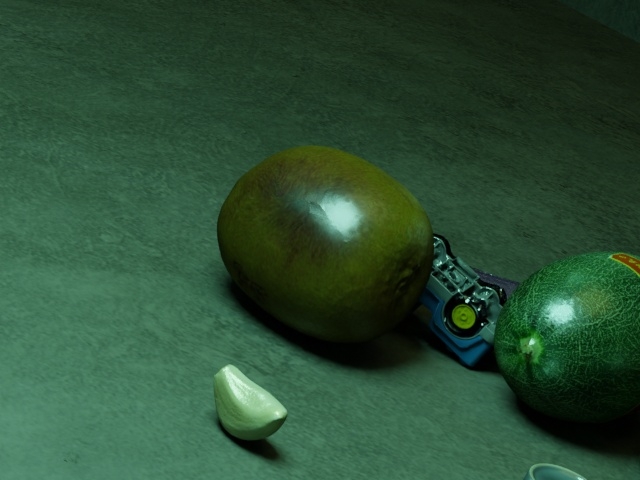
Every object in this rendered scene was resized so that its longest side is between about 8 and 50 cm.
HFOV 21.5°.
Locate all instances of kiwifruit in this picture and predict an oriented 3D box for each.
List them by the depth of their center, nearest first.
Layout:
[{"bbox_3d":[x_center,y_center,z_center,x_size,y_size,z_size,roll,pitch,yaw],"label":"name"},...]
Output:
[{"bbox_3d":[0.000,0.000,1.765,0.234,0.196,0.196,27,20,26],"label":"kiwifruit"}]

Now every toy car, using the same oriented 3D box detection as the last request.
[{"bbox_3d":[0.129,0.066,1.872,0.191,0.100,0.097,45,24,10],"label":"toy car"}]

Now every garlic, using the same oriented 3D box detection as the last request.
[{"bbox_3d":[-0.067,0.149,1.501,0.041,0.053,0.083,-21,50,-41],"label":"garlic"}]

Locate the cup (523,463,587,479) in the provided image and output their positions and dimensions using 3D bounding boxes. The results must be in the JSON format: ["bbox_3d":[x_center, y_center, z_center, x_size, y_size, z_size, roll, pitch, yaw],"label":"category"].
[{"bbox_3d":[0.188,0.242,1.465,0.100,0.077,0.078,10,21,-24],"label":"cup"}]

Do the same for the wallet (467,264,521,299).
[{"bbox_3d":[0.191,0.062,2.024,0.165,0.030,0.111,18,18,-8],"label":"wallet"}]

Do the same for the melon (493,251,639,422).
[{"bbox_3d":[0.286,0.102,1.780,0.182,0.182,0.287,33,26,33],"label":"melon"}]
